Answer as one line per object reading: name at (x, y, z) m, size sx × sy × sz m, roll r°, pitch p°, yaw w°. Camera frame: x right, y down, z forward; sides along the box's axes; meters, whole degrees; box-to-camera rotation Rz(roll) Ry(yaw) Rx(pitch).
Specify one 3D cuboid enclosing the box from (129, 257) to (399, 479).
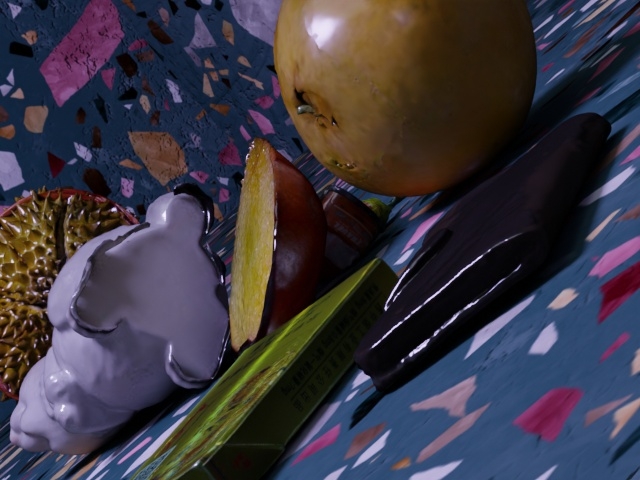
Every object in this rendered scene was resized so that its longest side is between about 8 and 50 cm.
box at (-0.058, 0.133, 1.367) m, size 0.173 × 0.043 × 0.311 m, roll -37°, pitch 6°, yaw 35°

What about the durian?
durian at (-0.369, 0.081, 2.687) m, size 0.347 × 0.347 × 0.384 m, roll -41°, pitch -26°, yaw -5°

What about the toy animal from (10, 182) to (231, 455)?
toy animal at (-0.222, 0.116, 2.035) m, size 0.258 × 0.194 × 0.357 m, roll -56°, pitch 4°, yaw -32°

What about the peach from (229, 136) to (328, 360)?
peach at (-0.042, 0.008, 1.820) m, size 0.189 × 0.068 × 0.279 m, roll 120°, pitch 157°, yaw -47°

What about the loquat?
loquat at (0.084, -0.168, 1.755) m, size 0.263 × 0.263 × 0.263 m, roll -40°, pitch 5°, yaw 4°

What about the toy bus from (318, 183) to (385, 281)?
toy bus at (0.000, 0.000, 1.920) m, size 0.077 × 0.079 × 0.174 m, roll -51°, pitch 9°, yaw -18°

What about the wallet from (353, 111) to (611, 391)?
wallet at (0.114, -0.003, 1.279) m, size 0.165 × 0.042 × 0.309 m, roll -36°, pitch 6°, yaw 24°

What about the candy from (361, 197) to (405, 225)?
candy at (0.079, -0.043, 1.972) m, size 0.123 × 0.035 × 0.035 m, roll -33°, pitch -46°, yaw -46°
